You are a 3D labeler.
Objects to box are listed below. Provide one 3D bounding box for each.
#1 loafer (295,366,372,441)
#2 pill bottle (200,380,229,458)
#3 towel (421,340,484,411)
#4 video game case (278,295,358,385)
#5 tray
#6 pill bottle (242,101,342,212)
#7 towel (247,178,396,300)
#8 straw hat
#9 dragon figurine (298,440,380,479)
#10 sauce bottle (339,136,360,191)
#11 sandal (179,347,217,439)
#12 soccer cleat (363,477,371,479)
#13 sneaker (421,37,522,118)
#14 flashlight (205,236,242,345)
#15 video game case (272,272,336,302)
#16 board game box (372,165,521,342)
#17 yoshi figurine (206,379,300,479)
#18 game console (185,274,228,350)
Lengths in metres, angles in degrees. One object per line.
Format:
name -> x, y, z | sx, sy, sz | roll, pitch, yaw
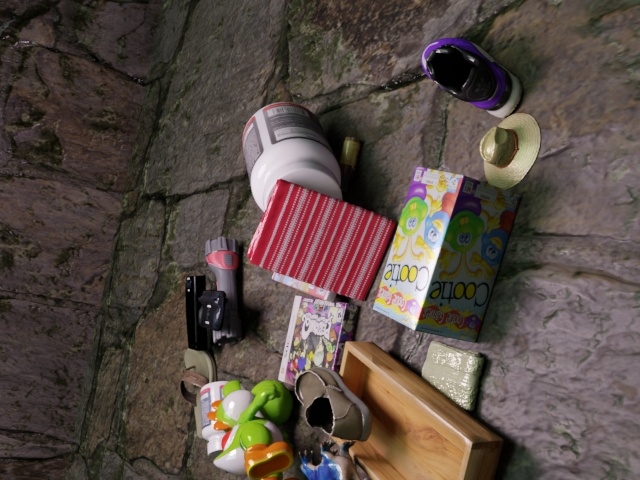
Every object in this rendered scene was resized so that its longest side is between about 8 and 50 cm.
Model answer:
loafer -> 0.007, 0.314, 1.531 | 0.251, 0.087, 0.094 | 21, 105, 60
pill bottle -> -0.257, 0.469, 2.044 | 0.108, 0.108, 0.180 | -43, 44, 43
towel -> 0.232, 0.244, 1.411 | 0.148, 0.027, 0.110 | 8, 85, 59
video game case -> -0.008, 0.238, 1.793 | 0.232, 0.042, 0.210 | 3, 80, 59
tray -> 0.155, 0.355, 1.424 | 0.411, 0.076, 0.202 | 31, 113, 58
pill bottle -> -0.067, -0.169, 1.843 | 0.210, 0.210, 0.363 | -61, 23, 24
towel -> 0.000, 0.000, 1.675 | 0.031, 0.275, 0.198 | -96, 26, -74
straw hat -> 0.320, -0.167, 1.403 | 0.144, 0.061, 0.144 | -31, 52, 51
dragon figurine -> 0.017, 0.468, 1.495 | 0.289, 0.085, 0.144 | -40, 50, 49
sauce bottle -> 0.064, -0.180, 1.851 | 0.042, 0.042, 0.128 | 13, 90, 60
sandal -> -0.353, 0.424, 2.241 | 0.120, 0.086, 0.302 | -54, 37, 32
soccer cleat -> 0.042, 0.524, 1.578 | 0.196, 0.068, 0.076 | -27, 45, 47
sneaker -> 0.253, -0.338, 1.501 | 0.102, 0.146, 0.293 | -65, 33, 18
flashlight -> -0.275, 0.144, 2.225 | 0.103, 0.103, 0.304 | -12, 66, 16
video game case -> -0.009, 0.026, 1.863 | 0.285, 0.025, 0.204 | 14, 80, 61
board game box -> 0.223, 0.023, 1.404 | 0.144, 0.142, 0.275 | 22, 96, 59
yoshi figurine -> -0.116, 0.417, 1.756 | 0.203, 0.203, 0.362 | -56, 29, 8
game console -> -0.316, 0.202, 2.155 | 0.361, 0.044, 0.213 | 173, 95, -68
